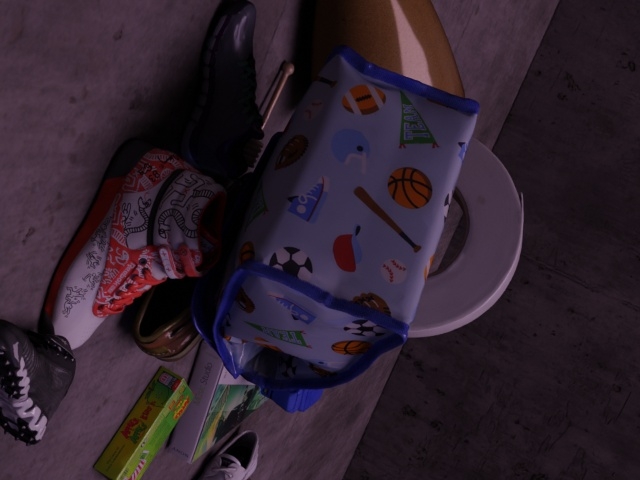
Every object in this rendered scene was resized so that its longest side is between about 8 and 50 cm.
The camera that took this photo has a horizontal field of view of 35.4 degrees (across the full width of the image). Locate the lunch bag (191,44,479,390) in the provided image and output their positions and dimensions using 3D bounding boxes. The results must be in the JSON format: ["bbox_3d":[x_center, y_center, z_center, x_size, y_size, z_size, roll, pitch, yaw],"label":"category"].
[{"bbox_3d":[0.000,0.000,1.264,0.385,0.239,0.327,122,-8,-65],"label":"lunch bag"}]

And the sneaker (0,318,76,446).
[{"bbox_3d":[-0.319,0.132,1.092,0.106,0.078,0.234,-57,167,-32],"label":"sneaker"}]

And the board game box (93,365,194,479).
[{"bbox_3d":[-0.269,0.292,1.545,0.181,0.043,0.092,-57,163,-20],"label":"board game box"}]

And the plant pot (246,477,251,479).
[{"bbox_3d":[-0.199,0.594,2.115,0.237,0.110,0.237,-54,162,-26],"label":"plant pot"}]

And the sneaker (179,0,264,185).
[{"bbox_3d":[-0.097,-0.181,1.242,0.083,0.098,0.223,-34,147,-60],"label":"sneaker"}]

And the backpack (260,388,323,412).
[{"bbox_3d":[-0.061,0.235,1.767,0.101,0.120,0.098,-30,146,-46],"label":"backpack"}]

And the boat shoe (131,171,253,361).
[{"bbox_3d":[-0.149,0.029,1.386,0.307,0.111,0.104,-60,165,-12],"label":"boat shoe"}]

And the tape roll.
[{"bbox_3d":[0.164,-0.022,1.778,0.392,0.392,0.072,-61,164,-9],"label":"tape roll"}]

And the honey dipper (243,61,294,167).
[{"bbox_3d":[-0.075,-0.182,1.438,0.160,0.031,0.030,-65,164,-4],"label":"honey dipper"}]

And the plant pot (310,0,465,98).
[{"bbox_3d":[0.084,-0.292,1.460,0.237,0.237,0.254,-53,147,-31],"label":"plant pot"}]

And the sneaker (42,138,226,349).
[{"bbox_3d":[-0.207,0.031,1.147,0.270,0.145,0.090,-64,164,4],"label":"sneaker"}]

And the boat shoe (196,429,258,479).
[{"bbox_3d":[-0.194,0.461,1.983,0.258,0.095,0.084,-55,161,-63],"label":"boat shoe"}]

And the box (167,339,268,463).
[{"bbox_3d":[-0.145,0.239,1.821,0.322,0.059,0.232,-29,142,-61],"label":"box"}]
